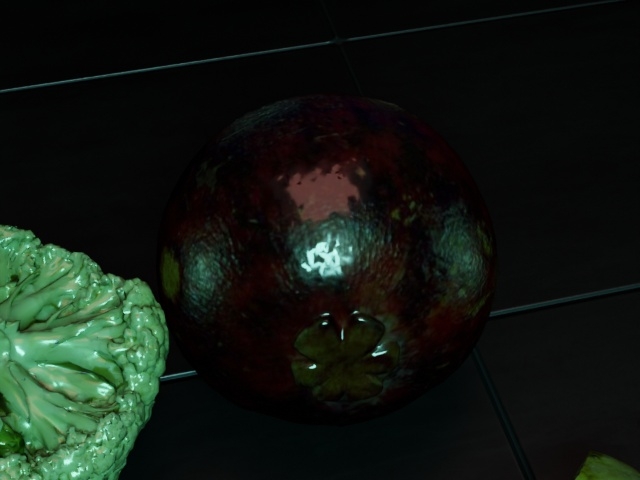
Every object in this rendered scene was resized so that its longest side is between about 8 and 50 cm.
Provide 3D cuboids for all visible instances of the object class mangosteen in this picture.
[{"bbox_3d":[0.000,0.000,1.012,0.306,0.306,0.359,-7,36,-6],"label":"mangosteen"}]

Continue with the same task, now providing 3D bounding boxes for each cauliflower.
[{"bbox_3d":[-0.271,0.115,0.919,0.275,0.250,0.272,7,70,43],"label":"cauliflower"}]

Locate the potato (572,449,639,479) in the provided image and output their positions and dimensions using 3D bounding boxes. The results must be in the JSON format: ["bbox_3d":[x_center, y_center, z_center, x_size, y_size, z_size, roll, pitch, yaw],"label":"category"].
[{"bbox_3d":[0.215,0.296,0.836,0.176,0.141,0.298,15,39,-4],"label":"potato"}]
